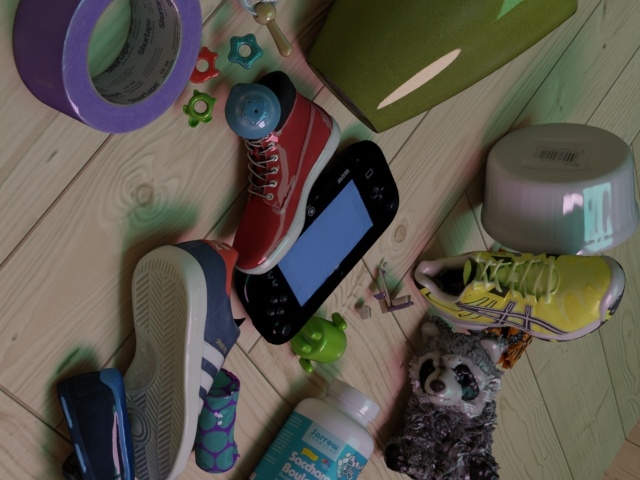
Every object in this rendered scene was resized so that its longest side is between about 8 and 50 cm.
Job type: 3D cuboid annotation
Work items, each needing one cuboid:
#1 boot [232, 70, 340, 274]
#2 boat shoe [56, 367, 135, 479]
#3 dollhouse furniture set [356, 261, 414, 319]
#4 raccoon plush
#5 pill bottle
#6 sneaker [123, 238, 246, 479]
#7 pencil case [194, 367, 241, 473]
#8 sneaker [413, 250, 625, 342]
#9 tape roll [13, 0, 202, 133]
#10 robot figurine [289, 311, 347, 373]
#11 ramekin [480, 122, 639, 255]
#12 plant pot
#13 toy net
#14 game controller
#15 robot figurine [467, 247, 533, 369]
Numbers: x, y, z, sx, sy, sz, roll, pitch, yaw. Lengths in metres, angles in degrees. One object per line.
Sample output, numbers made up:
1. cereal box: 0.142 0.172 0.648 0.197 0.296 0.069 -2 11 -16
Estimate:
1. boot: -0.079 -0.088 1.458 0.176 0.088 0.244 36 76 -56
2. boat shoe: -0.282 0.277 1.426 0.109 0.089 0.258 -111 -162 -74
3. dollhouse furniture set: 0.105 0.082 1.909 0.114 0.091 0.081 13 60 -79
4. raccoon plush: 0.248 0.297 2.182 0.446 0.216 0.299 21 80 -87
5. pill bottle: -0.012 0.353 1.807 0.264 0.146 0.146 -57 147 -12
6. sneaker: -0.170 0.157 1.463 0.148 0.131 0.350 -26 137 -53
7. pencil case: -0.146 0.258 1.623 0.070 0.064 0.151 -15 126 -30
8. sneaker: 0.320 0.085 1.889 0.147 0.385 0.145 26 65 -41
9. tape roll: -0.216 -0.211 1.173 0.189 0.080 0.189 -35 138 -39
10. robot figurine: -0.003 0.153 1.750 0.101 0.067 0.115 -55 149 6
11. ramekin: 0.419 -0.098 1.990 0.277 0.277 0.135 -34 131 -38
12. plant pot: 0.132 -0.288 1.477 0.293 0.275 0.275 -45 147 0
13. toy net: -0.090 -0.240 1.353 0.045 0.122 0.232 -146 -113 -80
14. game controller: 0.000 0.000 1.646 0.319 0.067 0.166 -49 145 -23
15. robot figurine: 0.360 0.153 2.252 0.211 0.085 0.291 -51 146 -17
